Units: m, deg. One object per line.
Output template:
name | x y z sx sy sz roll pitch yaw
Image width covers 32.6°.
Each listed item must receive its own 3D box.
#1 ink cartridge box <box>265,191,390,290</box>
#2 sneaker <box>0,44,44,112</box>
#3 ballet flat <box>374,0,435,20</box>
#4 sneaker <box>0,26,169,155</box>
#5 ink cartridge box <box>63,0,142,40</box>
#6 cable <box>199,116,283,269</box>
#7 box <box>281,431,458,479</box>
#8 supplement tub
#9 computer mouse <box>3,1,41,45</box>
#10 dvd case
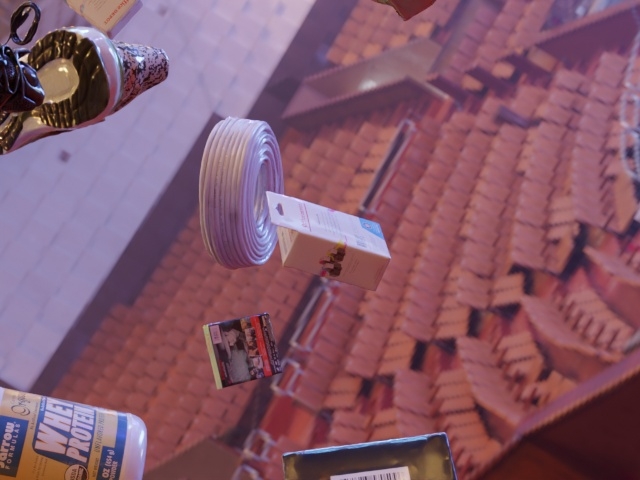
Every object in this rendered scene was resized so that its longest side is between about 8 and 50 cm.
ink cartridge box | 0.000 0.000 1.561 0.104 0.181 0.061 -104 34 -59
sneaker | -0.379 -0.203 1.235 0.227 0.130 0.087 134 128 -68
ballet flat | 0.042 -0.354 1.334 0.086 0.248 0.086 -38 33 31
sneaker | -0.367 -0.213 1.576 0.410 0.158 0.182 1 10 45
ink cartridge box | -0.383 -0.421 1.899 0.088 0.122 0.052 -50 -4 -7
cable | -0.132 -0.078 1.842 0.257 0.089 0.257 -38 -49 -74
box | 0.099 0.552 1.942 0.212 0.293 0.395 -99 3 -46
supplement tub | -0.281 0.223 1.061 0.144 0.199 0.144 -166 90 -75
computer mouse | -0.601 -0.355 2.040 0.242 0.071 0.041 -40 11 19
dvd case | -0.103 0.147 1.470 0.013 0.087 0.119 -18 -6 38
